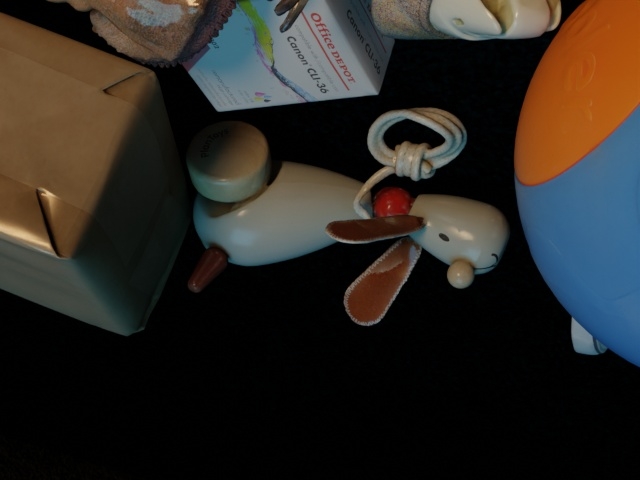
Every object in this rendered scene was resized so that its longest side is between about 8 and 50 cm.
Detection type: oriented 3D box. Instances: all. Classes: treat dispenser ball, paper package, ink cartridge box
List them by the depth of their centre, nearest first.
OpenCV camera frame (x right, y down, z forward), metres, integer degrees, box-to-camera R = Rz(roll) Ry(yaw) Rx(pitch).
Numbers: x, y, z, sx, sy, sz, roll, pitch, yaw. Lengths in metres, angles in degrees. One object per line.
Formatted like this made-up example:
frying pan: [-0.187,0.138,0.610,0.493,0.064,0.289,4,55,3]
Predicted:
treat dispenser ball: [0.266,-0.047,0.598,0.288,0.288,0.288,13,150,8]
ink cartridge box: [-0.020,-0.170,0.764,0.198,0.067,0.115,-2,145,30]
paper package: [-0.293,-0.064,0.873,0.310,0.168,0.325,21,164,3]

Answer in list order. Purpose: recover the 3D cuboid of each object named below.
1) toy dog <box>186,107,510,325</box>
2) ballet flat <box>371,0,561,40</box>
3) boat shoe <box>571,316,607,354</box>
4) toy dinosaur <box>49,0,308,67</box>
toy dog: [0.000,0.000,0.947,0.334,0.161,0.220,0,146,28]
ballet flat: [0.124,-0.189,0.587,0.108,0.106,0.316,-11,160,-26]
boat shoe: [0.293,0.030,0.922,0.088,0.096,0.267,12,142,19]
toy dinosaur: [-0.088,-0.192,0.661,0.200,0.127,0.295,35,135,-8]
